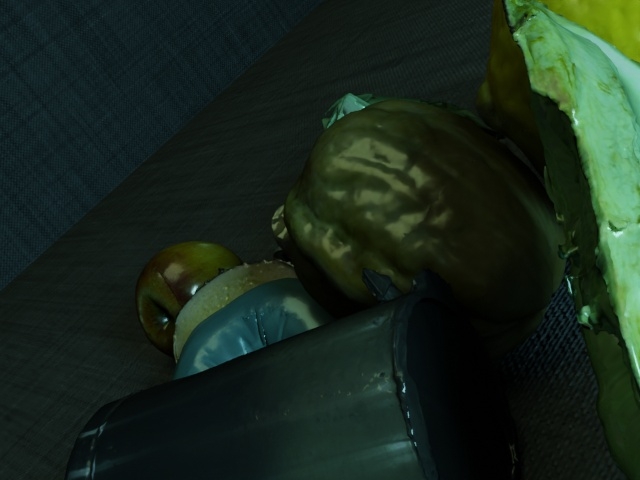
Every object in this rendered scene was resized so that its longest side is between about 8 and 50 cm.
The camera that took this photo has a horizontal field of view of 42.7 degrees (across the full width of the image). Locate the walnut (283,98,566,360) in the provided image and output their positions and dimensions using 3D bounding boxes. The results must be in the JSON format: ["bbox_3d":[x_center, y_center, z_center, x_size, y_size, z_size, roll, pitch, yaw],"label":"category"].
[{"bbox_3d":[0.101,-0.006,0.784,0.283,0.283,0.227,-85,9,-62],"label":"walnut"}]

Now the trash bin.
[{"bbox_3d":[-0.017,0.179,0.634,0.302,0.203,0.252,-24,65,24],"label":"trash bin"}]

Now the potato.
[{"bbox_3d":[-0.082,0.110,1.001,0.200,0.081,0.164,-26,60,16],"label":"potato"}]

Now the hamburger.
[{"bbox_3d":[0.087,-0.137,1.098,0.261,0.150,0.276,-26,15,-38],"label":"hamburger"}]

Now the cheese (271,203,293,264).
[{"bbox_3d":[0.000,0.000,1.043,0.082,0.163,0.286,-62,16,-22],"label":"cheese"}]

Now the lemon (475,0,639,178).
[{"bbox_3d":[0.311,-0.164,0.682,0.336,0.336,0.336,-30,23,14],"label":"lemon"}]

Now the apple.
[{"bbox_3d":[-0.174,0.081,1.157,0.146,0.163,0.147,2,19,37],"label":"apple"}]

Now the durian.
[{"bbox_3d":[0.174,0.005,0.485,0.163,0.198,0.394,-43,47,46],"label":"durian"}]

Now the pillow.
[{"bbox_3d":[-0.063,0.148,0.865,0.233,0.086,0.214,-33,49,9],"label":"pillow"}]
